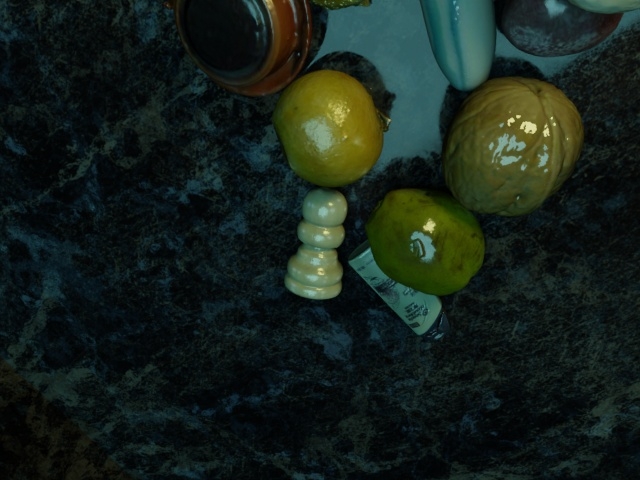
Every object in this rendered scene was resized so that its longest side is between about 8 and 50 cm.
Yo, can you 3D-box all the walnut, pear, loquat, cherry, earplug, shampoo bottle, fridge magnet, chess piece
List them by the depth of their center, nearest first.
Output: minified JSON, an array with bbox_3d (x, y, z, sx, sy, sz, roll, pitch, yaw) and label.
[{"bbox_3d":[0.481,-0.494,1.087,0.285,0.213,0.236,21,127,-10],"label":"cherry"},{"bbox_3d":[0.300,-0.478,1.158,0.185,0.185,0.324,-11,119,16],"label":"earplug"},{"bbox_3d":[0.425,-0.202,1.213,0.333,0.333,0.333,5,118,9],"label":"walnut"},{"bbox_3d":[-0.190,-0.505,1.232,0.364,0.155,0.363,14,129,18],"label":"fridge magnet"},{"bbox_3d":[0.029,-0.260,1.266,0.275,0.275,0.275,5,118,9],"label":"loquat"},{"bbox_3d":[0.268,0.000,1.372,0.321,0.269,0.269,41,117,-12],"label":"pear"},{"bbox_3d":[0.000,0.000,1.482,0.167,0.167,0.299,12,115,5],"label":"chess piece"},{"bbox_3d":[0.245,0.141,1.546,0.134,0.078,0.359,-39,104,20],"label":"shampoo bottle"}]

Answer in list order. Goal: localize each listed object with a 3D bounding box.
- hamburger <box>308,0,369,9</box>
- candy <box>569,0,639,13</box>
[{"bbox_3d":[0.023,-0.608,1.168,0.215,0.122,0.189,17,123,6],"label":"hamburger"},{"bbox_3d":[0.479,-0.598,0.894,0.386,0.186,0.427,-13,95,-4],"label":"candy"}]
